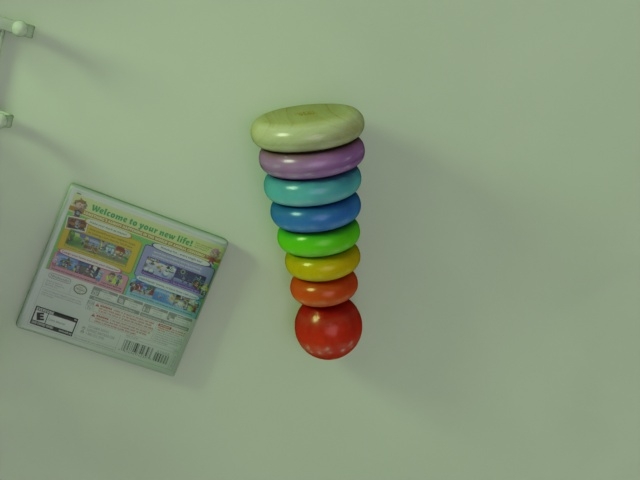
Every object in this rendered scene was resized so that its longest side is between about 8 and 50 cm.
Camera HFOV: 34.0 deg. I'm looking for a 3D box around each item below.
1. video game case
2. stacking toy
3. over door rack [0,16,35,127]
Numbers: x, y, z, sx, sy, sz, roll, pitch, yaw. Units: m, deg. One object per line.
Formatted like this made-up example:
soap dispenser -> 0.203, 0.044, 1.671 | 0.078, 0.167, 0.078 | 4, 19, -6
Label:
video game case -> -0.249, 0.053, 1.328 | 0.212, 0.023, 0.193 | 21, 96, -18
stacking toy -> 0.000, 0.000, 1.332 | 0.141, 0.141, 0.330 | -11, 109, -13
over door rack -> -0.506, -0.170, 1.161 | 0.324, 0.108, 0.240 | 14, 98, -18
